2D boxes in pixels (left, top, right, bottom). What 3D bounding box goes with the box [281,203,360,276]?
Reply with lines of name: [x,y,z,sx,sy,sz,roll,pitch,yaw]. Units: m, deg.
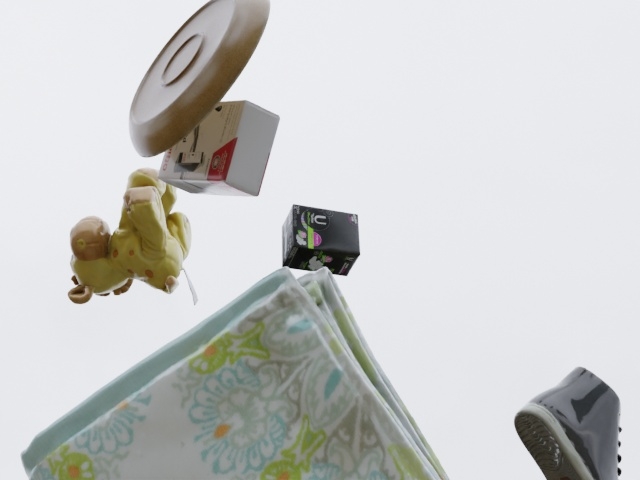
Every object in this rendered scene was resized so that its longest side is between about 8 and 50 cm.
box: [0.000,0.000,1.233,0.083,0.062,0.052,9,-35,-15]

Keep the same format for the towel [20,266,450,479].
towel: [-0.079,0.239,0.983,0.374,0.320,0.090,-35,-27,6]

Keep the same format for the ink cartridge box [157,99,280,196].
ink cartridge box: [-0.120,-0.106,1.194,0.056,0.099,0.135,22,-11,-41]

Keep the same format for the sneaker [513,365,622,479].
sneaker: [0.324,0.259,1.187,0.222,0.118,0.083,61,-31,-4]

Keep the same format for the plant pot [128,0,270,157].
plant pot: [-0.149,-0.200,1.185,0.032,0.236,0.236,36,-54,-28]

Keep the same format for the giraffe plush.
giraffe plush: [-0.287,0.011,1.500,0.171,0.181,0.210,-13,-89,8]
